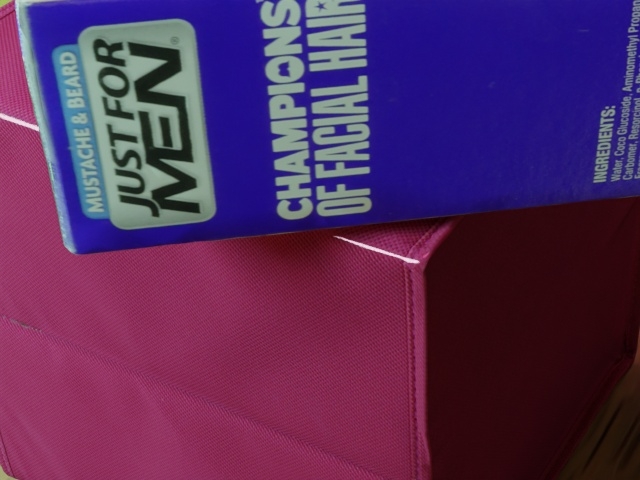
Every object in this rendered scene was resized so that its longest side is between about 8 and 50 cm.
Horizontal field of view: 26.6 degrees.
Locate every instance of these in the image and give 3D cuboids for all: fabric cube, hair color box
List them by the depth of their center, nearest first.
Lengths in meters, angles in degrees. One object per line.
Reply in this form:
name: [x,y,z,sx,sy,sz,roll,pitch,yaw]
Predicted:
hair color box: [0.068,-0.106,0.504,0.338,0.110,0.185,-7,40,-3]
fabric cube: [0.000,0.000,0.666,0.258,0.259,0.254,19,42,26]

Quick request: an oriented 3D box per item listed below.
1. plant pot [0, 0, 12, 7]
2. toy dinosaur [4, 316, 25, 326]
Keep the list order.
plant pot: [-0.168,-0.133,0.874,0.212,0.212,0.187,-31,51,23]
toy dinosaur: [-0.224,0.042,0.824,0.183,0.053,0.092,32,34,33]
